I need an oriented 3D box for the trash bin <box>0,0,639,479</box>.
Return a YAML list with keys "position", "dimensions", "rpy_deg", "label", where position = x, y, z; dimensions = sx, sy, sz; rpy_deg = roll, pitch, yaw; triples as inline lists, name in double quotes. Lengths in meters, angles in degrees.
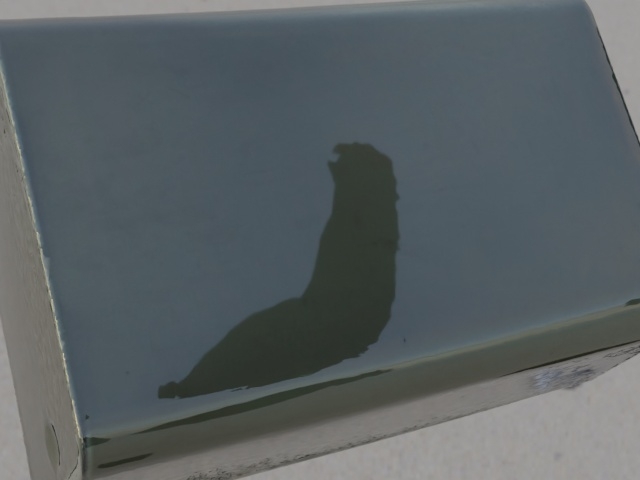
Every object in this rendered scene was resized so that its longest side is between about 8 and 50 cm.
- position: [0.000, 0.000, 0.520]
  dimensions: [0.241, 0.122, 0.164]
  rpy_deg: [-9, 72, -21]
  label: "trash bin"
